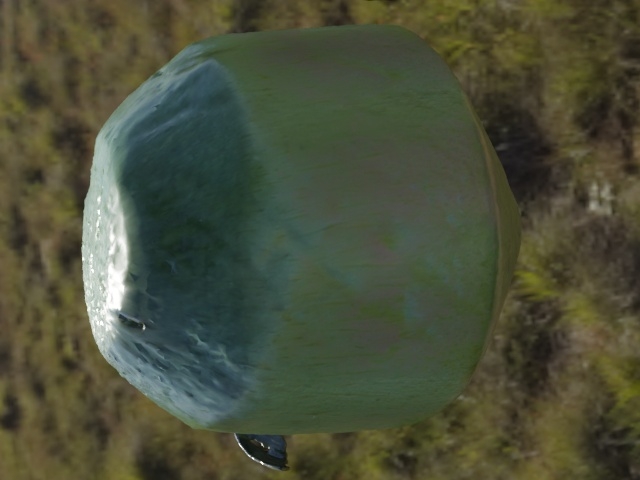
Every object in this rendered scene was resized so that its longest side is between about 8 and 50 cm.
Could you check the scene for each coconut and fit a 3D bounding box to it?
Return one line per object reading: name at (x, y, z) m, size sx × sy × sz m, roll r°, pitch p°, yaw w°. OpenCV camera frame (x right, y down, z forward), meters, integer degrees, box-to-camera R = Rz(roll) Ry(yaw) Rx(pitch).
coconut at (0.000, 0.000, 0.869) m, size 0.281 × 0.329 × 0.328 m, roll -123°, pitch 38°, yaw -55°

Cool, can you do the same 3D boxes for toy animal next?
toy animal at (-0.069, 0.100, 1.103) m, size 0.155 × 0.219 × 0.095 m, roll 2°, pitch 133°, yaw 24°
